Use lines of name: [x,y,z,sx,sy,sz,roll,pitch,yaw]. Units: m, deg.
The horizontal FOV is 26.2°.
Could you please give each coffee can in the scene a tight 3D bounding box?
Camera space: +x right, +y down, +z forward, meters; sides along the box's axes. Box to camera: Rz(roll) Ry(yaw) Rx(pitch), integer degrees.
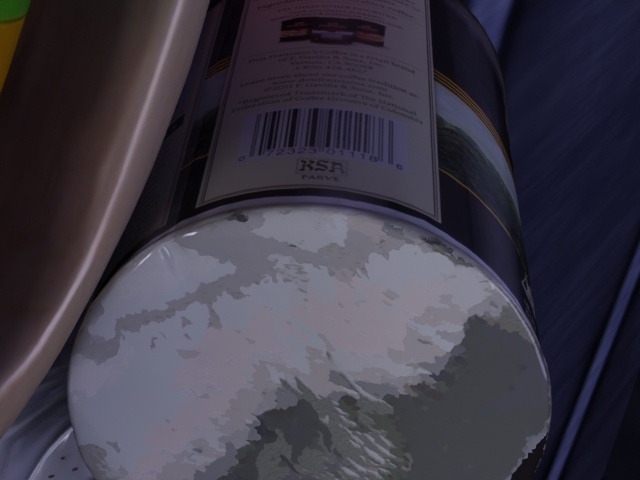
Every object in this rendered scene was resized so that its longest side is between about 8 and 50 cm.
coffee can: [0.000,0.000,0.678,0.275,0.202,0.201,-85,-174,-58]

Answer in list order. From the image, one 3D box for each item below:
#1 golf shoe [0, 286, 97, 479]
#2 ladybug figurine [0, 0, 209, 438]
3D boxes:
golf shoe: [-0.161,0.123,0.700,0.306,0.140,0.115,-45,154,-33]
ladybug figurine: [-0.163,-0.084,0.426,0.305,0.162,0.449,-7,122,-65]
